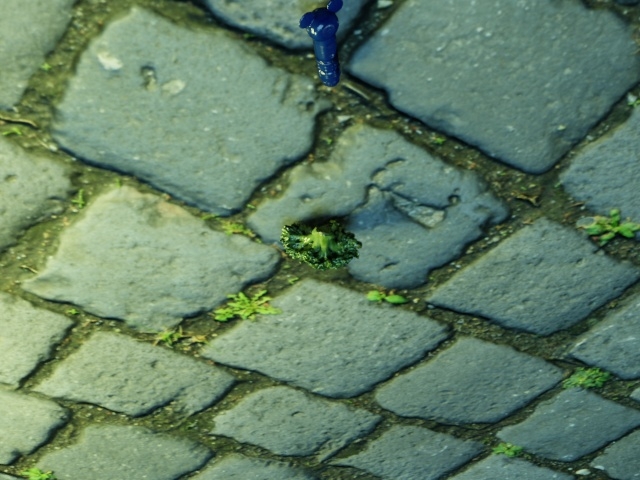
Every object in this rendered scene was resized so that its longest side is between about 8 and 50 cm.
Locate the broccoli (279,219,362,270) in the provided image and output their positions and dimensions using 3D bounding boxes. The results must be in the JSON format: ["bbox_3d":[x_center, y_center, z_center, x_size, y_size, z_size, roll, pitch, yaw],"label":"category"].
[{"bbox_3d":[0.000,0.000,1.361,0.095,0.097,0.092,-31,154,-22],"label":"broccoli"}]

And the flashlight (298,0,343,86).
[{"bbox_3d":[0.004,-0.226,1.107,0.057,0.035,0.121,-30,148,-12],"label":"flashlight"}]
